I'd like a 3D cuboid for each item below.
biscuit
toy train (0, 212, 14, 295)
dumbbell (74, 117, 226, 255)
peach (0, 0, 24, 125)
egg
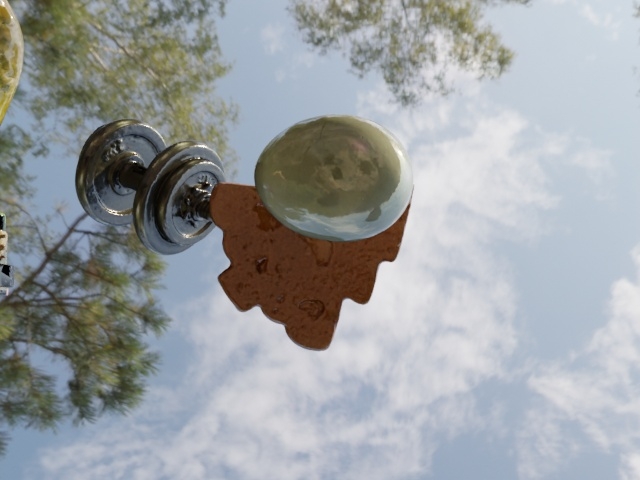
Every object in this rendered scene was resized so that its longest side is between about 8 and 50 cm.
[{"bbox_3d":[0.000,0.000,0.919,0.306,0.043,0.283,-30,-83,-2],"label":"biscuit"},{"bbox_3d":[-0.490,0.017,0.940,0.087,0.050,0.137,-6,-99,15],"label":"toy train"},{"bbox_3d":[-0.276,-0.090,1.064,0.290,0.192,0.192,23,-106,28],"label":"dumbbell"},{"bbox_3d":[-0.490,-0.171,0.568,0.417,0.338,0.353,0,-149,-22],"label":"peach"},{"bbox_3d":[0.010,-0.075,0.776,0.209,0.151,0.151,8,-111,33],"label":"egg"}]
